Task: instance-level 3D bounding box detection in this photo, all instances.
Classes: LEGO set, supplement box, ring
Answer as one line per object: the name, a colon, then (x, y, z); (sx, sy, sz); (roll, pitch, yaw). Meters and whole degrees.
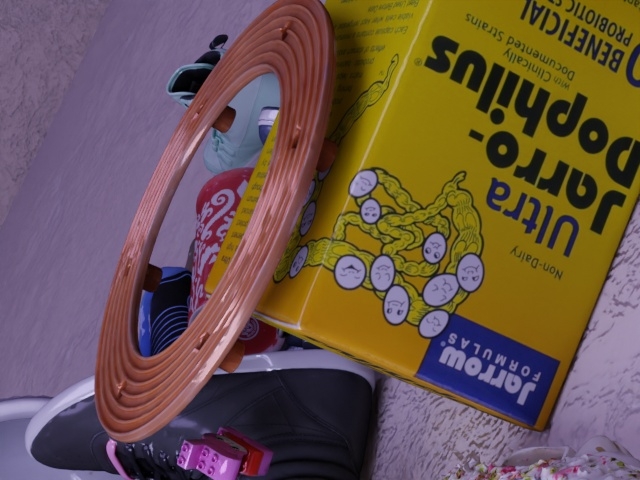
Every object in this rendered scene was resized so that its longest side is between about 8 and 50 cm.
LEGO set: (-0.026, 0.212, 0.962); (0.227, 0.093, 0.087); (24, 101, 37)
supplement box: (0.097, -0.079, 0.982); (0.356, 0.194, 0.195); (-68, 21, -4)
ring: (-0.073, -0.016, 1.001); (0.336, 0.032, 0.336); (-49, 26, 35)

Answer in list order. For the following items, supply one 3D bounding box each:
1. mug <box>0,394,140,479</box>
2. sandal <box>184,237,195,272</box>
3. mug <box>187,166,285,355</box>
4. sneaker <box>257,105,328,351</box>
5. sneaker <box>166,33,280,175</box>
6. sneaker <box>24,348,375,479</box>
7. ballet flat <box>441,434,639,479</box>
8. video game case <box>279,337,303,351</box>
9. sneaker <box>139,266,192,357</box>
mug: (-0.271, 0.333, 1.349); (0.328, 0.276, 0.374); (157, 105, -76)
sandal: (-0.163, 0.067, 1.626); (0.072, 0.049, 0.180); (-36, 36, 52)
mug: (-0.063, 0.038, 1.366); (0.113, 0.150, 0.169); (-18, 38, 19)
sneaker: (0.002, 0.001, 1.128); (0.086, 0.226, 0.163); (11, 75, 32)
sneaker: (-0.112, -0.150, 1.602); (0.256, 0.151, 0.094); (-26, 45, 60)
sneaker: (-0.100, 0.178, 1.122); (0.296, 0.104, 0.146); (-9, 50, 10)
ballet flat: (0.136, 0.147, 0.812); (0.077, 0.091, 0.241); (-50, 17, -27)
video game case: (-0.016, 0.118, 1.277); (0.119, 0.015, 0.166); (-6, 61, 66)
sneaker: (-0.144, 0.115, 1.493); (0.091, 0.081, 0.232); (-6, 43, 15)
